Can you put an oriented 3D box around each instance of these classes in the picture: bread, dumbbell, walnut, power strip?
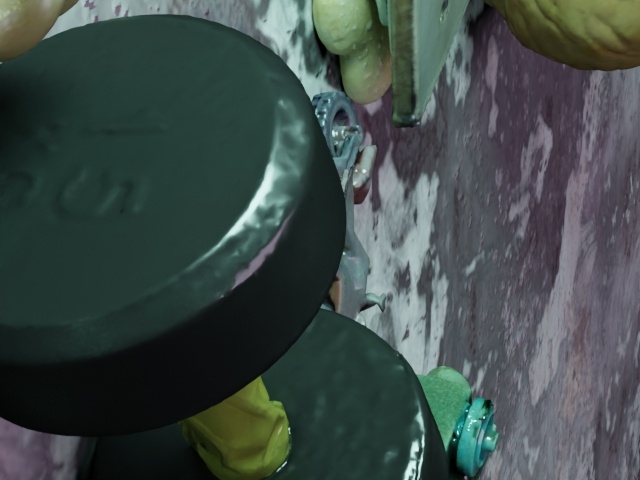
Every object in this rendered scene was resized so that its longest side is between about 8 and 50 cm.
[{"bbox_3d":[0.044,-0.229,1.118,0.182,0.039,0.251,-36,129,-60],"label":"bread"},{"bbox_3d":[-0.061,0.062,0.747,0.322,0.204,0.203,67,37,-49],"label":"dumbbell"},{"bbox_3d":[0.261,-0.298,1.337,0.313,0.252,0.277,-16,112,-55],"label":"walnut"},{"bbox_3d":[0.069,-0.218,1.049,0.213,0.064,0.198,86,24,-49],"label":"power strip"}]

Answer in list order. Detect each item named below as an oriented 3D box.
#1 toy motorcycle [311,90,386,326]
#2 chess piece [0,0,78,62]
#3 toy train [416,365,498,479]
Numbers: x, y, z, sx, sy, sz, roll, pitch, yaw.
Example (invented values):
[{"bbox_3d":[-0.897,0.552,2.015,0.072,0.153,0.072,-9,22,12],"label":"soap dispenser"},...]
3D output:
[{"bbox_3d":[0.000,0.000,1.029,0.118,0.084,0.212,56,41,-46],"label":"toy motorcycle"},{"bbox_3d":[-0.215,-0.009,0.495,0.117,0.117,0.397,73,35,-44],"label":"chess piece"},{"bbox_3d":[0.065,0.249,1.216,0.298,0.120,0.194,-58,154,-45],"label":"toy train"}]
